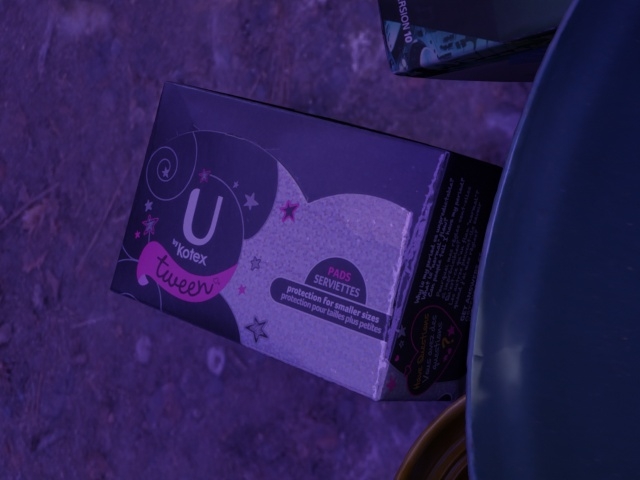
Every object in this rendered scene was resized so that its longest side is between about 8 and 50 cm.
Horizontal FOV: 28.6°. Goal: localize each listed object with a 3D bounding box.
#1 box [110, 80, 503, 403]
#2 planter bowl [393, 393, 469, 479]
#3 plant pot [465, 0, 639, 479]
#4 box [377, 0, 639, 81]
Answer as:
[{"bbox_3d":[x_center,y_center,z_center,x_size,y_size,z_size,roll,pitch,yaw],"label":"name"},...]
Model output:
[{"bbox_3d":[0.000,0.000,0.856,0.247,0.142,0.163,19,95,38],"label":"box"},{"bbox_3d":[0.141,0.186,0.732,0.217,0.090,0.217,0,76,2],"label":"planter bowl"},{"bbox_3d":[0.200,0.017,0.481,0.293,0.196,0.293,-167,90,-78],"label":"plant pot"},{"bbox_3d":[0.223,-0.144,0.647,0.322,0.232,0.058,-13,88,36],"label":"box"}]
